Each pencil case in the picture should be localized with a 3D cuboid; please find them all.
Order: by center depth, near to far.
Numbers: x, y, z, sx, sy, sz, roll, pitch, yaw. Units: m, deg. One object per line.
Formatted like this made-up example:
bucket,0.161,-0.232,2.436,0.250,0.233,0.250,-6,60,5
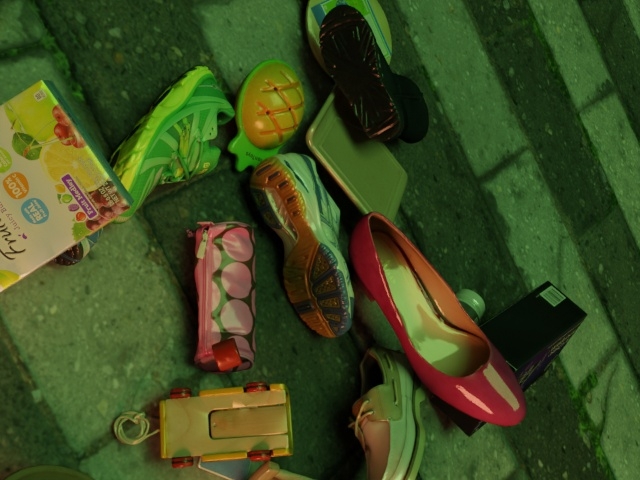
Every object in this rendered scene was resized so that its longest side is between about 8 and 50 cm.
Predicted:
pencil case,-0.139,0.078,1.178,0.098,0.095,0.210,42,41,-68

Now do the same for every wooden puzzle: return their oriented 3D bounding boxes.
wooden puzzle,0.062,-0.132,1.434,0.239,0.044,0.221,54,31,-19

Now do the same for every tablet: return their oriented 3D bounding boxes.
tablet,-0.131,0.301,1.169,0.083,0.006,0.054,32,57,-31

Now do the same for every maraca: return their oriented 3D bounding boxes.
maraca,-0.085,-0.190,1.312,0.127,0.099,0.186,20,87,-44

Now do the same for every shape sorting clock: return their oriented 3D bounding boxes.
shape sorting clock,0.052,-0.375,1.530,0.206,0.040,0.206,10,76,-43

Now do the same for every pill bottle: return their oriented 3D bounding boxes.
pill bottle,0.237,0.151,1.500,0.078,0.078,0.137,55,47,-14

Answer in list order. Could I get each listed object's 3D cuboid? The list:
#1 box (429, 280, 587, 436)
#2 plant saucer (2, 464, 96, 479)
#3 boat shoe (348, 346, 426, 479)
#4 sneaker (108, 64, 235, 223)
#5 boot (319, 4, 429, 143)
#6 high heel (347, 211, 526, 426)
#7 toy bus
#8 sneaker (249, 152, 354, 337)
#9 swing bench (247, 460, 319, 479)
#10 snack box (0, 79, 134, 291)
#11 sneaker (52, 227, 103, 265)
box,0.334,0.204,1.487,0.103,0.184,0.261,44,42,22
plant saucer,-0.269,0.376,0.913,0.278,0.041,0.278,47,17,-19
boat shoe,0.094,0.277,1.281,0.103,0.113,0.302,28,28,-8
sneaker,-0.202,-0.127,1.172,0.123,0.109,0.296,44,51,-18
boot,0.099,-0.281,1.474,0.247,0.094,0.207,65,21,2
high heel,0.175,0.122,1.276,0.127,0.181,0.377,-42,71,-19
toy bus,-0.129,0.245,1.107,0.202,0.104,0.191,40,80,13
sneaker,0.000,0.000,1.316,0.131,0.111,0.297,-29,103,-55
swing bench,0.015,0.458,1.119,0.253,0.165,0.255,27,17,-32
snack box,-0.350,-0.056,0.968,0.207,0.070,0.175,-34,102,-1
sneaker,-0.351,-0.071,1.055,0.211,0.080,0.081,61,30,-13
